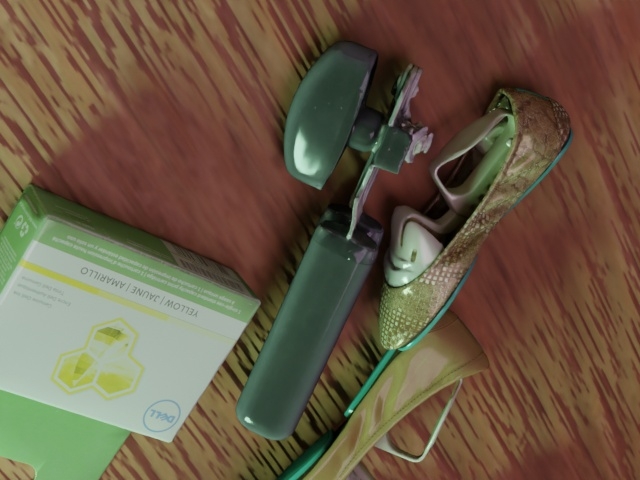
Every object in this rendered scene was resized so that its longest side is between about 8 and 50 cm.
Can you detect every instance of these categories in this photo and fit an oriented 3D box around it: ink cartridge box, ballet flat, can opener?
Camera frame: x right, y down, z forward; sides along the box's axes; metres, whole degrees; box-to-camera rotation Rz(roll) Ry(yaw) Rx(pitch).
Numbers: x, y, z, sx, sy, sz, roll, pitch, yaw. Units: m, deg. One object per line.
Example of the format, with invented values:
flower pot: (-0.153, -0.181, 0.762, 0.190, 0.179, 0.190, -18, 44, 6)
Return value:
ink cartridge box: (-0.172, 0.096, 1.045, 0.171, 0.056, 0.235, 24, 104, -35)
ballet flat: (0.088, -0.020, 1.093, 0.067, 0.073, 0.206, 34, 92, -28)
can opener: (0.000, 0.000, 1.070, 0.093, 0.074, 0.280, 21, 110, 3)
ballet flat: (0.032, 0.151, 1.149, 0.073, 0.080, 0.232, 40, 98, 2)
